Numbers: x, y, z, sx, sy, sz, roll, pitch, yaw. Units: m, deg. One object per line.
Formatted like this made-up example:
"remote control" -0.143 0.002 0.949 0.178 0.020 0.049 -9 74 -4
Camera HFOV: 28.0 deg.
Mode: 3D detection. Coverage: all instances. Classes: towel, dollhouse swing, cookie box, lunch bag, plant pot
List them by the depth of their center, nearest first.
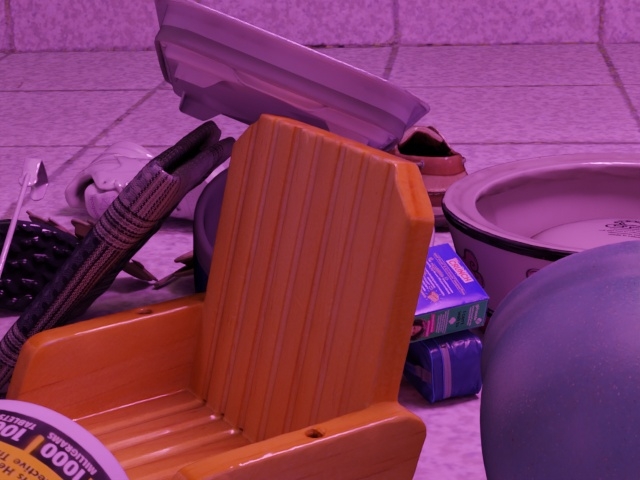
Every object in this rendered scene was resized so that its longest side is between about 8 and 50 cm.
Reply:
"plant pot" 0.241 0.168 0.873 0.293 0.293 0.196 3 45 16
"dollhouse swing" -0.107 0.078 1.085 0.315 0.305 0.347 -12 22 -29
"cookie box" 0.100 0.054 1.287 0.107 0.040 0.092 -12 43 -20
"lunch bag" 0.116 0.118 1.307 0.065 0.067 0.098 -8 20 -18
"towel" -0.220 0.012 1.381 0.056 0.312 0.324 40 15 -5

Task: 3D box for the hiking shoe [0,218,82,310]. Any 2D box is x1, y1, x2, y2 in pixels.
"hiking shoe" -0.431 0.026 1.583 0.304 0.113 0.132 0 6 -17

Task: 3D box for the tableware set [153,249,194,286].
"tableware set" -0.127 0.000 1.667 0.128 0.039 0.194 -16 9 29

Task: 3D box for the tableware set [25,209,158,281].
"tableware set" -0.291 0.006 1.640 0.168 0.141 0.020 11 67 45

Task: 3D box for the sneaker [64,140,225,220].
"sneaker" -0.247 -0.062 1.873 0.305 0.114 0.152 9 35 41

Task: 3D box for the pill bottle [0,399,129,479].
"pill bottle" -0.252 0.245 0.777 0.188 0.188 0.334 3 19 15

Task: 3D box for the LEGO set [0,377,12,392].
"LEGO set" -0.443 0.136 1.391 0.182 0.060 0.244 -2 18 -36

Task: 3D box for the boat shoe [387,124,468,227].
"boat shoe" 0.153 -0.116 1.924 0.122 0.120 0.324 -7 19 -14

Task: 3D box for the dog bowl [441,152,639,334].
"dog bowl" 0.341 0.020 1.449 0.408 0.150 0.408 -3 18 1

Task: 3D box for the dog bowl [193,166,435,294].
"dog bowl" -0.010 0.015 1.431 0.265 0.104 0.265 3 40 -3

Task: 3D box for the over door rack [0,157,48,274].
"over door rack" -0.460 -0.011 1.427 0.239 0.108 0.324 6 40 0

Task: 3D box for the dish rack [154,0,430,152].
"dish rack" -0.046 -0.146 1.331 0.285 0.072 0.333 23 -4 -4
